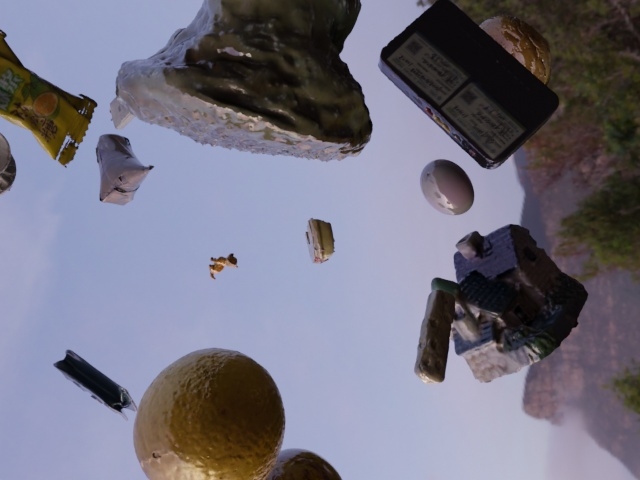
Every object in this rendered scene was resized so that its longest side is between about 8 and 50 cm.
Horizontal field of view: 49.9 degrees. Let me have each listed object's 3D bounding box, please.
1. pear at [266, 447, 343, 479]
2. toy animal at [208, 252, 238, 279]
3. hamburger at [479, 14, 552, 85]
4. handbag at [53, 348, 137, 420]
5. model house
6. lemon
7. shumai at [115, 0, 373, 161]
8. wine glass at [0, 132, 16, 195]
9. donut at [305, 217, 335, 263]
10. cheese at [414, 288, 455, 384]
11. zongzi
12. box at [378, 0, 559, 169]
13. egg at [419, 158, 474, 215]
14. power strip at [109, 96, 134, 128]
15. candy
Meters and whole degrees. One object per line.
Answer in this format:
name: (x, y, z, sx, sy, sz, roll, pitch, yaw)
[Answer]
pear: (-0.056, 0.629, 1.610, 0.281, 0.281, 0.280, -14, -90, -70)
toy animal: (-0.268, 0.073, 1.927, 0.060, 0.083, 0.081, 42, -124, -76)
hamburger: (0.585, -0.558, 2.082, 0.309, 0.211, 0.132, 44, -136, 11)
handbag: (-0.622, 0.405, 1.902, 0.062, 0.229, 0.179, -52, -18, -26)
model house: (0.399, 0.121, 1.552, 0.284, 0.243, 0.298, 51, -134, 2)
lemon: (-0.197, 0.334, 1.235, 0.293, 0.293, 0.293, -14, -90, -70)
shumai: (-0.088, -0.296, 1.043, 0.397, 0.324, 0.323, 10, -87, -28)
wine glass: (-0.830, -0.192, 1.678, 0.196, 0.165, 0.165, -22, 79, 65)
donut: (0.001, 0.005, 1.795, 0.166, 0.065, 0.108, 116, 141, -76)
cheese: (0.222, 0.185, 1.332, 0.065, 0.043, 0.194, 33, -125, -23)
zongzi: (-0.632, -0.277, 2.240, 0.123, 0.289, 0.260, 5, -117, -38)
box: (0.307, -0.331, 1.448, 0.350, 0.211, 0.058, 47, 173, 10)
egg: (0.275, -0.114, 1.493, 0.135, 0.103, 0.103, 51, -157, -3)
power strip: (-0.510, -0.366, 1.833, 0.029, 0.227, 0.080, -6, -102, -41)
candy: (-0.633, -0.308, 1.503, 0.297, 0.081, 0.187, 35, -113, -45)
